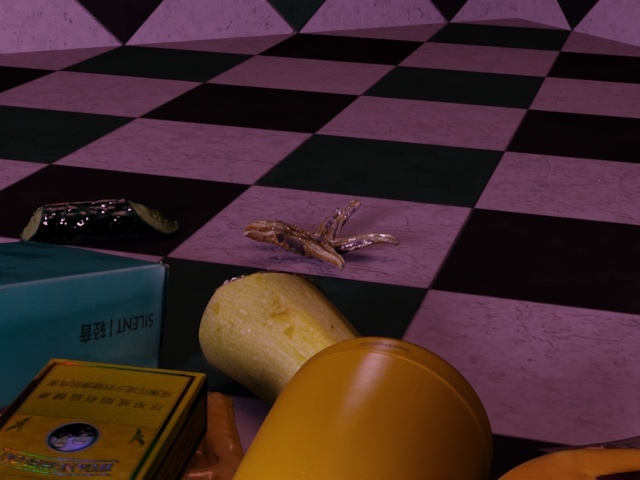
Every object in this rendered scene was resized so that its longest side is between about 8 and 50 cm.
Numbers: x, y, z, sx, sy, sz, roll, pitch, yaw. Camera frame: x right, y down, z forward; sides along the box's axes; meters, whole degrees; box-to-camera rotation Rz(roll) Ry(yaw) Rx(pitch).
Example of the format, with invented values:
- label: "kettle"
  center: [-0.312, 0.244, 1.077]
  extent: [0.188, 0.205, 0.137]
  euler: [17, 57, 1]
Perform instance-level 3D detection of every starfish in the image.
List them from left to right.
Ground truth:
- label: "starfish"
  center: [0.000, 0.000, 1.588]
  extent: [0.208, 0.053, 0.176]
  euler: [-6, 21, -10]

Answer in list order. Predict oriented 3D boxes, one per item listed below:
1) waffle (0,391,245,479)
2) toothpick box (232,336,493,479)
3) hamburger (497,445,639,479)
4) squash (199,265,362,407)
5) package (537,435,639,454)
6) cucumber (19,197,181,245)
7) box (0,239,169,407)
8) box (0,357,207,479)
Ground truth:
- label: "waffle"
  center: [-0.181, 0.202, 0.998]
  extent: [0.248, 0.055, 0.221]
  euler: [-2, 20, -10]
- label: "toothpick box"
  center: [0.017, 0.197, 0.852]
  extent: [0.175, 0.174, 0.271]
  euler: [7, 23, 15]
- label: "hamburger"
  center: [0.236, 0.235, 0.784]
  extent: [0.295, 0.151, 0.227]
  euler: [-3, 21, 7]
- label: "squash"
  center: [0.015, 0.123, 1.130]
  extent: [0.137, 0.137, 0.287]
  euler: [-13, 26, -35]
- label: "package"
  center: [0.316, 0.206, 1.012]
  extent: [0.204, 0.062, 0.251]
  euler: [-1, 16, -9]
- label: "cucumber"
  center: [-0.297, -0.024, 1.633]
  extent: [0.220, 0.070, 0.046]
  euler: [-5, 50, -12]
- label: "box"
  center: [-0.318, 0.076, 1.157]
  extent: [0.205, 0.118, 0.311]
  euler: [10, 10, 29]
- label: "box"
  center: [-0.180, 0.166, 0.921]
  extent: [0.141, 0.064, 0.220]
  euler: [6, 22, 9]
